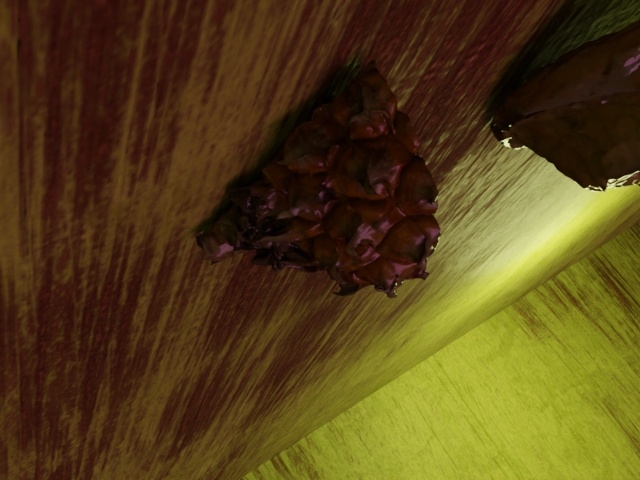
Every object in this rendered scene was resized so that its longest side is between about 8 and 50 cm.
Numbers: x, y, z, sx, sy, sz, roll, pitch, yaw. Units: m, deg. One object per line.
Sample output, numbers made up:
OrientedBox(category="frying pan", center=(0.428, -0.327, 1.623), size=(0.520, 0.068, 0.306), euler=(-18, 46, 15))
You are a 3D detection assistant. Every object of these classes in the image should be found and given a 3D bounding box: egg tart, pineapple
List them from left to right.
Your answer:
OrientedBox(category="pineapple", center=(0.002, -0.003, 0.636), size=(0.164, 0.140, 0.250), euler=(-27, 164, -25))
OrientedBox(category="egg tart", center=(0.351, -0.131, 0.828), size=(0.345, 0.132, 0.345), euler=(-14, 174, -1))
